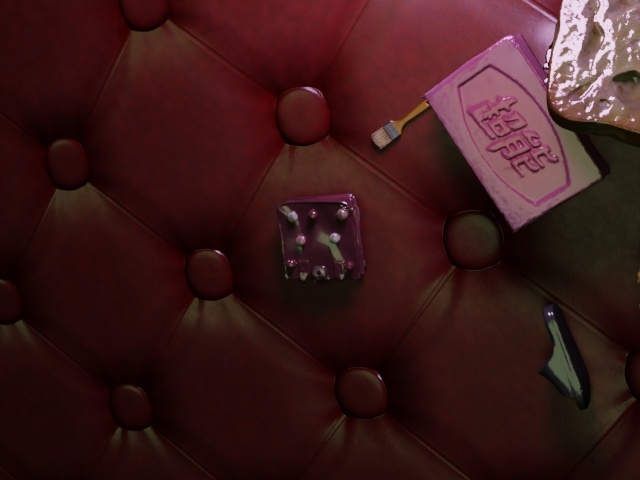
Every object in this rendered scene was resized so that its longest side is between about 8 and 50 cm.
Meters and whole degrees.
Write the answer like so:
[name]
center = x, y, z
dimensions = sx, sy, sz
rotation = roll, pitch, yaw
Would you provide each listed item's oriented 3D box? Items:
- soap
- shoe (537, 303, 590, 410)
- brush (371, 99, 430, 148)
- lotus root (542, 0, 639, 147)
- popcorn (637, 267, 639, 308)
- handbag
[soap]
center = 0.415, -0.226, 1.820
dimensions = 0.233, 0.128, 0.360
rotation = -34, 89, 25
[shoe]
center = 0.526, 0.263, 1.916
dimensions = 0.093, 0.108, 0.241
rotation = -21, 88, 26
[brush]
center = 0.190, -0.271, 1.958
dimensions = 0.170, 0.014, 0.043
rotation = -36, 90, 24
[lotus root]
center = 0.603, -0.345, 1.645
dimensions = 0.375, 0.111, 0.390
rotation = -36, 69, 6
[popcorn]
center = 0.754, 0.095, 1.717
dimensions = 0.249, 0.225, 0.249
rotation = 3, 99, 21
[handbag]
center = -0.001, 0.000, 2.070
dimensions = 0.203, 0.074, 0.216
rotation = 0, 104, 22
